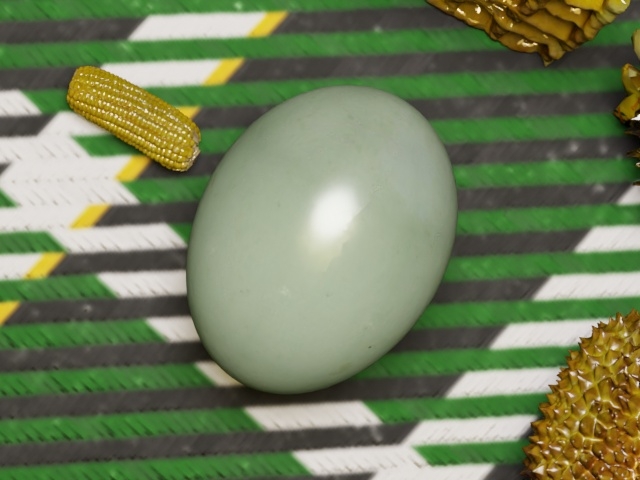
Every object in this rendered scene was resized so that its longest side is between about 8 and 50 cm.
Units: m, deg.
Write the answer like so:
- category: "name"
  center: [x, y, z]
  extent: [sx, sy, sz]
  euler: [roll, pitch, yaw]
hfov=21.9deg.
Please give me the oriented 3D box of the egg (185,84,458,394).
- category: "egg"
  center: [0.000, 0.000, 0.978]
  extent: [0.149, 0.149, 0.192]
  euler: [28, 86, -3]

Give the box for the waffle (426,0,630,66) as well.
- category: "waffle"
  center: [0.098, -0.173, 0.960]
  extent: [0.160, 0.211, 0.055]
  euler: [28, 86, -2]

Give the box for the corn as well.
- category: "corn"
  center: [-0.116, -0.077, 1.030]
  extent: [0.092, 0.037, 0.037]
  euler: [29, 86, 0]

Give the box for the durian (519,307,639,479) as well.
- category: "durian"
  center: [0.203, 0.134, 0.999]
  extent: [0.158, 0.137, 0.168]
  euler: [27, 77, 18]

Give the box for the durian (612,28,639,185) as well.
- category: "durian"
  center: [0.329, -0.065, 0.969]
  extent: [0.293, 0.258, 0.258]
  euler: [-21, 90, 11]
